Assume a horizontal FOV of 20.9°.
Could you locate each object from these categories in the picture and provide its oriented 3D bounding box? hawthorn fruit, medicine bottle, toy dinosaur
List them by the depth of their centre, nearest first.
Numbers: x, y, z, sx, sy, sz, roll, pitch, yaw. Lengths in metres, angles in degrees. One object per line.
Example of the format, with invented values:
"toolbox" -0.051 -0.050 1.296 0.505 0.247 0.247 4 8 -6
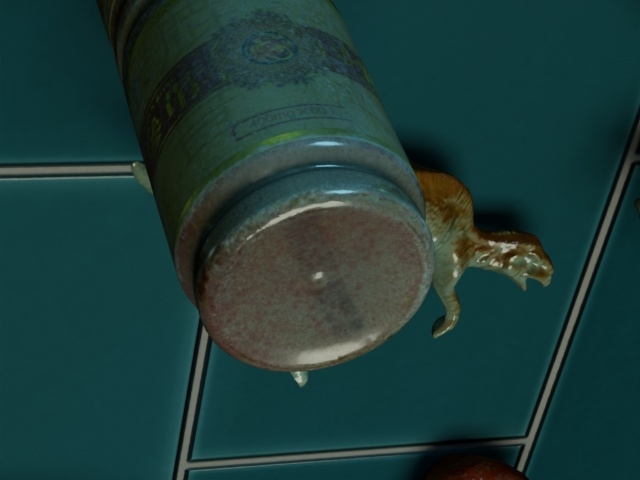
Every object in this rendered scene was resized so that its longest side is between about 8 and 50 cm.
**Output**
"medicine bottle" -0.040 -0.077 1.082 0.151 0.322 0.151 -10 134 -11
"toy dinosaur" 0.000 0.000 1.326 0.393 0.092 0.205 32 115 -36
"hawthorn fruit" 0.144 0.253 1.588 0.128 0.128 0.128 -10 133 -11

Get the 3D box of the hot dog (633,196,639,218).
"hot dog" 0.484 -0.060 1.376 0.365 0.196 0.367 -41 136 21
